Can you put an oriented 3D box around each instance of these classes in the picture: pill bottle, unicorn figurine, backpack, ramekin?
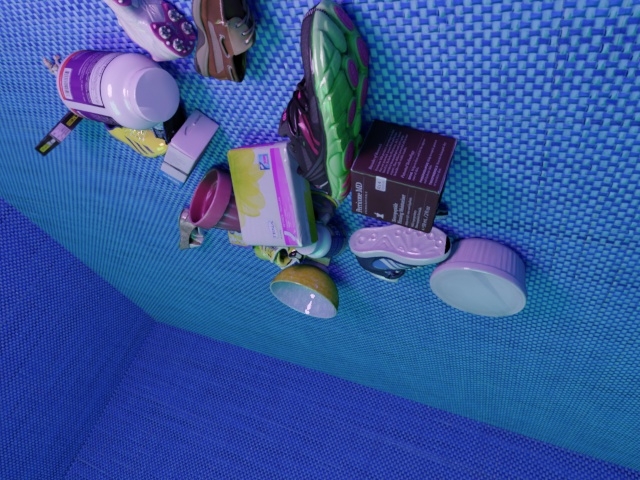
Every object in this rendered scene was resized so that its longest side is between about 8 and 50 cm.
[{"bbox_3d":[-0.509,-0.382,1.164,0.322,0.182,0.182,18,153,32],"label":"pill bottle"},{"bbox_3d":[-0.741,-0.479,1.370,0.162,0.060,0.111,42,152,1],"label":"unicorn figurine"},{"bbox_3d":[-0.442,-0.351,1.295,0.084,0.105,0.114,23,151,3],"label":"backpack"},{"bbox_3d":[0.000,0.000,1.461,0.111,0.112,0.186,7,-175,30],"label":"pill bottle"},{"bbox_3d":[0.470,0.105,1.348,0.272,0.127,0.273,19,152,11],"label":"ramekin"}]

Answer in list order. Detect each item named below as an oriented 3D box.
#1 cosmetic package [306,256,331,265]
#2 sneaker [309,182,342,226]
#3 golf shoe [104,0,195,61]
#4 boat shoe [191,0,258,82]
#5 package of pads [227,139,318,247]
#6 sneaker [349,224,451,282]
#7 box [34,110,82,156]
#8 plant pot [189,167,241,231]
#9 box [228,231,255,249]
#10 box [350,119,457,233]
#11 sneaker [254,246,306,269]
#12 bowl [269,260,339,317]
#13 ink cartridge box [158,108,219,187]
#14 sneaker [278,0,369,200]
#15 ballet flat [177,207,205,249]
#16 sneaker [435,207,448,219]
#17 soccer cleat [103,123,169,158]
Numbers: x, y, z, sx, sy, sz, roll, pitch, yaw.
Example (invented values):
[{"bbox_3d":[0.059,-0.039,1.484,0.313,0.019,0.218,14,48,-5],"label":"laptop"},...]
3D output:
[{"bbox_3d":[-0.013,0.048,1.718,0.114,0.041,0.060,21,152,7],"label":"cosmetic package"},{"bbox_3d":[-0.083,-0.113,1.408,0.299,0.121,0.111,6,147,30],"label":"sneaker"},{"bbox_3d":[-0.422,-0.513,0.998,0.140,0.115,0.306,-2,142,45],"label":"golf shoe"},{"bbox_3d":[-0.185,-0.444,0.938,0.119,0.123,0.324,22,161,-7],"label":"boat shoe"},{"bbox_3d":[-0.140,-0.127,1.306,0.229,0.101,0.297,2,108,34],"label":"package of pads"},{"bbox_3d":[0.266,0.050,1.438,0.322,0.130,0.236,1,155,28],"label":"sneaker"},{"bbox_3d":[-0.815,-0.367,1.466,0.184,0.191,0.045,-11,136,46],"label":"box"},{"bbox_3d":[-0.311,-0.115,1.529,0.180,0.202,0.201,23,157,-33],"label":"plant pot"},{"bbox_3d":[-0.294,-0.059,1.693,0.105,0.043,0.180,10,122,24],"label":"box"},{"bbox_3d":[0.193,-0.149,1.082,0.202,0.167,0.169,16,151,15],"label":"box"},{"bbox_3d":[-0.158,0.026,1.681,0.145,0.147,0.384,33,153,-20],"label":"sneaker"},{"bbox_3d":[-0.042,0.175,1.836,0.289,0.156,0.290,19,152,11],"label":"bowl"},{"bbox_3d":[-0.392,-0.266,1.355,0.085,0.148,0.203,33,152,-16],"label":"ink cartridge box"},{"bbox_3d":[-0.010,-0.274,1.011,0.202,0.185,0.483,21,147,17],"label":"sneaker"},{"bbox_3d":[-0.546,-0.027,1.944,0.106,0.108,0.316,19,154,-6],"label":"ballet flat"},{"bbox_3d":[0.269,-0.098,1.225,0.170,0.075,0.063,8,-178,-14],"label":"sneaker"},{"bbox_3d":[-0.564,-0.330,1.392,0.288,0.094,0.121,23,163,30],"label":"soccer cleat"}]
